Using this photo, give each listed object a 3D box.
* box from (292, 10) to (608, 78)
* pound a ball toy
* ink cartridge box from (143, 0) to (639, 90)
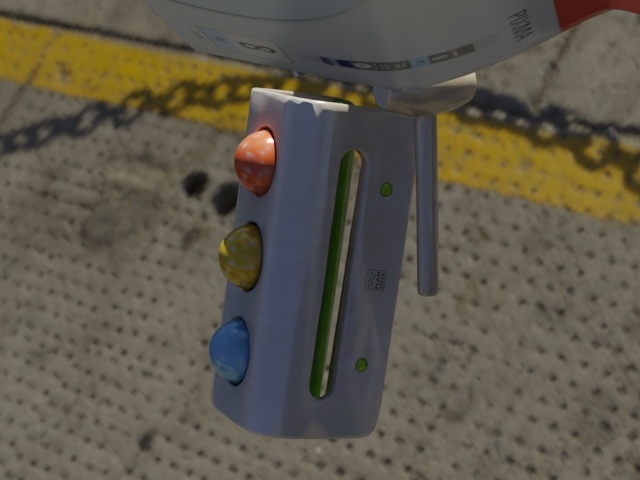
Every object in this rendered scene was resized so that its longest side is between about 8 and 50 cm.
[{"bbox_3d":[0.148,-0.220,1.310,0.307,0.076,0.242,-13,0,-24],"label":"box"},{"bbox_3d":[0.000,0.000,1.224,0.208,0.135,0.319,24,108,63],"label":"pound a ball toy"},{"bbox_3d":[0.073,-0.140,0.778,0.385,0.308,0.091,14,83,15],"label":"ink cartridge box"}]
